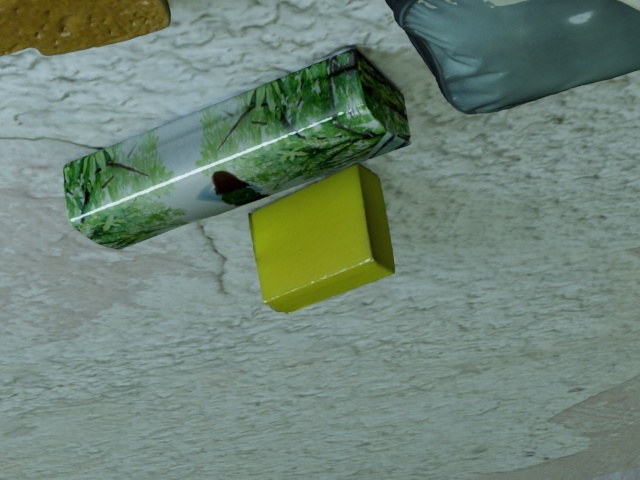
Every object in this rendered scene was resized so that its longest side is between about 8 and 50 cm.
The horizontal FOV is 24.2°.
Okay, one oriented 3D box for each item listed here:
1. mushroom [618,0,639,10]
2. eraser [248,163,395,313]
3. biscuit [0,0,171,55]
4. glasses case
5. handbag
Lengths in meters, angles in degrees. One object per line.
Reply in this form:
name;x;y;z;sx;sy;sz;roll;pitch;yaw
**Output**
mushroom;0.142;-0.160;0.925;0.306;0.068;0.043;16;148;35
eraser;0.000;0.000;1.324;0.122;0.097;0.045;-22;153;28
biscuit;-0.201;-0.175;0.942;0.239;0.041;0.212;9;144;-35
glasses case;-0.069;-0.065;1.199;0.272;0.062;0.095;-20;153;22
handbag;0.221;-0.179;1.057;0.332;0.075;0.191;-14;152;17
